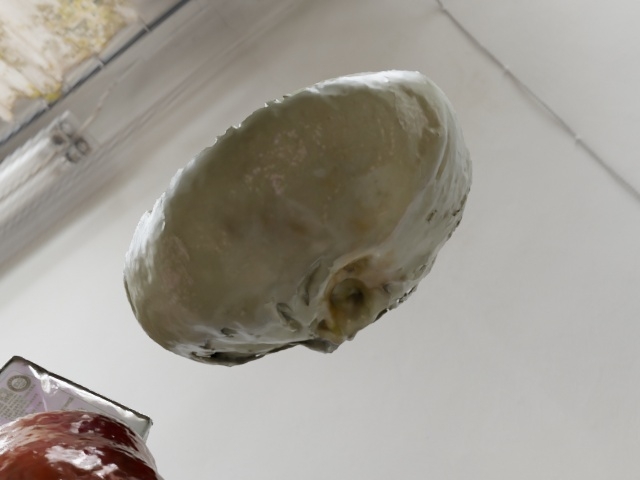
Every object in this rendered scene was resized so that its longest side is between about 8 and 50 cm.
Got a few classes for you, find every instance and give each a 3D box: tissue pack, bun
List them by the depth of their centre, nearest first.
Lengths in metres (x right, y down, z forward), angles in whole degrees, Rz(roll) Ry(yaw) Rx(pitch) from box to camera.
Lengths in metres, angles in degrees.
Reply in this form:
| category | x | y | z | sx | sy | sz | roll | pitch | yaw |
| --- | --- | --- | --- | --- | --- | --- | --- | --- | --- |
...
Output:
| category | x | y | z | sx | sy | sz | roll | pitch | yaw |
| --- | --- | --- | --- | --- | --- | --- | --- | --- | --- |
| bun | 0.000 | 0.000 | 0.690 | 0.287 | 0.287 | 0.146 | -36 | -107 | 3 |
| tissue pack | -0.307 | 0.256 | 0.939 | 0.185 | 0.124 | 0.225 | 23 | -141 | 5 |

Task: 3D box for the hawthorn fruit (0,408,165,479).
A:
| category | x | y | z | sx | sy | sz | roll | pitch | yaw |
| --- | --- | --- | --- | --- | --- | --- | --- | --- | --- |
| hawthorn fruit | -0.196 | 0.219 | 0.533 | 0.243 | 0.207 | 0.207 | -17 | -122 | -23 |
